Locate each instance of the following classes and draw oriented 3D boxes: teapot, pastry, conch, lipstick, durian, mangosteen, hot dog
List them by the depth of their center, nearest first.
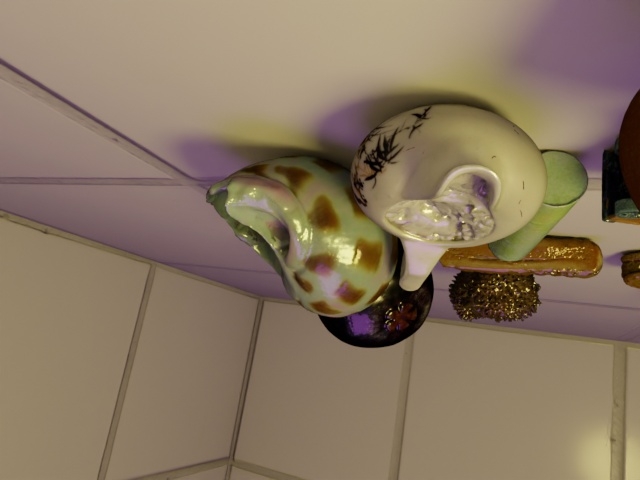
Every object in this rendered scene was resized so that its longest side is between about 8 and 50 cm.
[{"bbox_3d":[0.138,-0.044,0.546,0.208,0.166,0.300,0,148,1],"label":"teapot"},{"bbox_3d":[0.300,-0.033,0.690,0.076,0.076,0.304,7,168,12],"label":"lipstick"},{"bbox_3d":[0.000,0.000,0.730,0.249,0.197,0.368,17,148,34],"label":"conch"},{"bbox_3d":[0.614,0.056,0.884,0.109,0.057,0.097,16,164,-32],"label":"pastry"},{"bbox_3d":[0.369,0.026,0.904,0.288,0.083,0.068,4,-175,24],"label":"hot dog"},{"bbox_3d":[0.095,0.086,1.040,0.274,0.275,0.302,18,-161,-32],"label":"mangosteen"},{"bbox_3d":[0.381,0.120,1.066,0.195,0.167,0.196,-25,167,-6],"label":"durian"}]

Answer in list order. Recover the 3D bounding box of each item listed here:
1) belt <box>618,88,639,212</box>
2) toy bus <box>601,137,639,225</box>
[{"bbox_3d":[0.367,-0.044,0.263,0.338,0.218,0.122,15,167,3],"label":"belt"},{"bbox_3d":[0.362,-0.070,0.446,0.103,0.092,0.182,8,169,-3],"label":"toy bus"}]
